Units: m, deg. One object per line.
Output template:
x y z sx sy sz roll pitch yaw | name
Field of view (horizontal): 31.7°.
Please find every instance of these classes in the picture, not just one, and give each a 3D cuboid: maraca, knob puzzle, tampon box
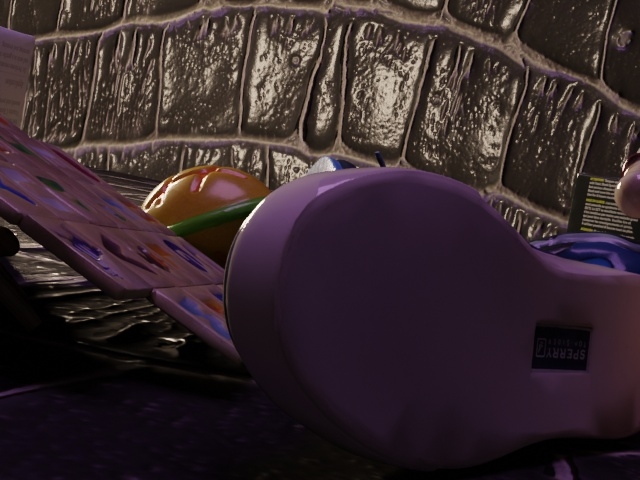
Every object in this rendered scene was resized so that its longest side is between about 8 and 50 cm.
-0.102 -0.004 0.921 0.127 0.099 0.186 -13 -6 -32 | maraca
-0.231 -0.041 0.669 0.213 0.030 0.213 47 -11 12 | knob puzzle
0.290 0.030 1.006 0.120 0.161 0.101 8 5 -37 | tampon box

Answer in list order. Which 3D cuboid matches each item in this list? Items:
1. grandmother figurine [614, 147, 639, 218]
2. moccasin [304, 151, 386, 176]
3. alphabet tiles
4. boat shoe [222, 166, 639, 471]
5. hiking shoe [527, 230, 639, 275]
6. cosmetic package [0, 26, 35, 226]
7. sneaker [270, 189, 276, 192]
0.257 0.012 0.669 0.208 0.104 0.342 36 22 -15 | grandmother figurine
0.032 0.005 0.858 0.117 0.137 0.342 19 2 -7 | moccasin
-0.142 -0.022 0.664 0.285 0.011 0.342 36 1 4 | alphabet tiles
0.036 0.040 0.564 0.158 0.127 0.340 6 -8 40 | boat shoe
0.245 0.064 0.741 0.304 0.113 0.132 8 8 -14 | hiking shoe
-0.334 -0.092 0.884 0.151 0.183 0.151 12 4 7 | cosmetic package
0.000 0.000 1.130 0.276 0.097 0.135 6 6 -37 | sneaker
